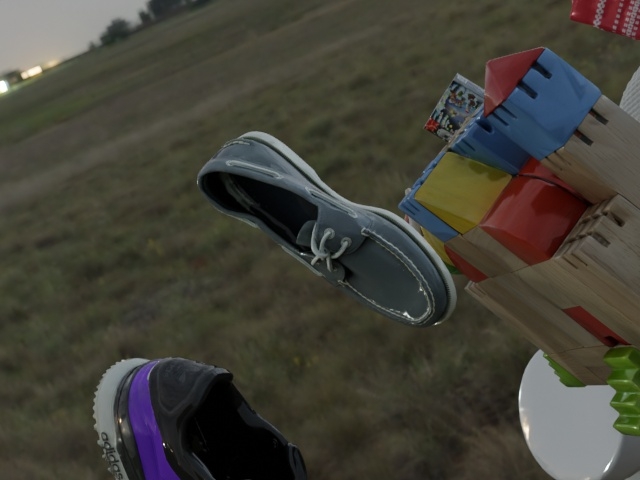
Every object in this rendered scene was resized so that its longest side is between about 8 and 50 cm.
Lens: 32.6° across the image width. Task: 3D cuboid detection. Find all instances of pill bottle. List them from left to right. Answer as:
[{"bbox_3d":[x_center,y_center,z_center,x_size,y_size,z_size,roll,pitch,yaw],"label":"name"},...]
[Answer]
[{"bbox_3d":[0.478,0.216,1.485,0.392,0.224,0.224,-1,0,-32],"label":"pill bottle"}]

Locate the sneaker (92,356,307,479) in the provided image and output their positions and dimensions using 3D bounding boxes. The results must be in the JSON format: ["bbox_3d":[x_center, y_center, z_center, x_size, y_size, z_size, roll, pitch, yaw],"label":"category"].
[{"bbox_3d":[-0.062,0.220,0.848,0.146,0.293,0.102,-15,16,40],"label":"sneaker"}]

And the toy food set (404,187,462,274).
[{"bbox_3d":[0.190,-0.001,1.820,0.218,0.128,0.071,19,-40,-42],"label":"toy food set"}]

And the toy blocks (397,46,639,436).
[{"bbox_3d":[0.185,-0.005,0.846,0.190,0.261,0.381,-52,1,-11],"label":"toy blocks"}]

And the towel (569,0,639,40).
[{"bbox_3d":[0.341,-0.239,0.877,0.275,0.198,0.031,24,34,27],"label":"towel"}]

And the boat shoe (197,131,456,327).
[{"bbox_3d":[0.000,0.000,1.192,0.099,0.319,0.116,-32,-25,-52],"label":"boat shoe"}]

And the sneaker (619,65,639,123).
[{"bbox_3d":[0.405,-0.085,1.071,0.102,0.161,0.282,-60,23,22],"label":"sneaker"}]

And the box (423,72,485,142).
[{"bbox_3d":[0.230,-0.166,1.574,0.094,0.137,0.027,-60,-2,39],"label":"box"}]
